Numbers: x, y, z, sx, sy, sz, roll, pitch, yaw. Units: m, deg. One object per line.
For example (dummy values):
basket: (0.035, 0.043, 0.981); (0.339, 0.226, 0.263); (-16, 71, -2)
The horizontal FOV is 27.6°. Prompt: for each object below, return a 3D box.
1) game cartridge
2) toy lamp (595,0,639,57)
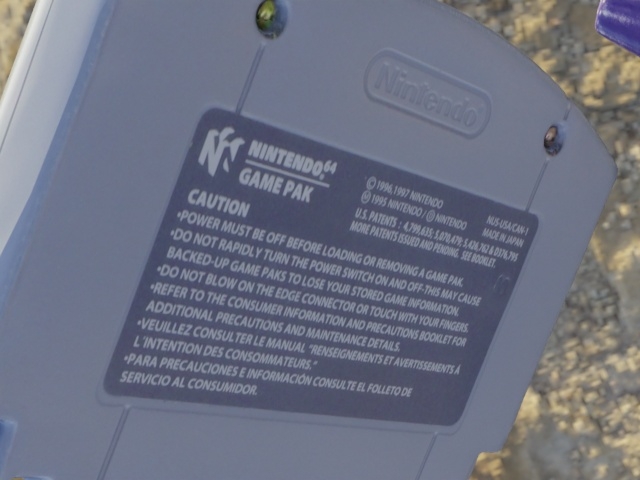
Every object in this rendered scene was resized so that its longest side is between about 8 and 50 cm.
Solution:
game cartridge: (0.000, 0.000, 0.488); (0.060, 0.294, 0.196); (32, 101, 40)
toy lamp: (0.367, -0.161, 1.085); (0.275, 0.080, 0.080); (20, 122, 19)
